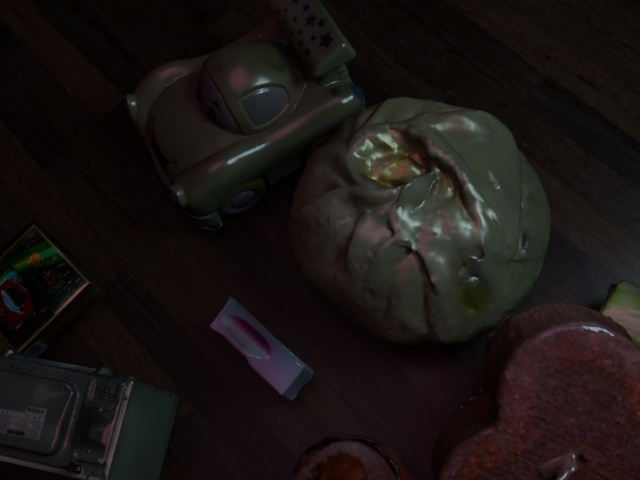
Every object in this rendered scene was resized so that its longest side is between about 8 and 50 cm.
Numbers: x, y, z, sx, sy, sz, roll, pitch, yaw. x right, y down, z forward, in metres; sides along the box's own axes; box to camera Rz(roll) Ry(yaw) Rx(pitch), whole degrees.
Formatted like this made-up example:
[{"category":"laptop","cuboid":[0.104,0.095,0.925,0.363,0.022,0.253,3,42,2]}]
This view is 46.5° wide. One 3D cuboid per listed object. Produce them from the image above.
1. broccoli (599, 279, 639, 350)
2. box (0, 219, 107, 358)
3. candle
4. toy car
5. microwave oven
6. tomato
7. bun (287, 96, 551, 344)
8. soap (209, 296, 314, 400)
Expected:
[{"category":"broccoli","cuboid":[0.509,0.162,0.896,0.362,0.221,0.252,-2,62,20]},{"category":"box","cuboid":[-0.471,0.109,1.145,0.159,0.071,0.240,39,80,23]},{"category":"candle","cuboid":[0.294,0.254,0.878,0.287,0.131,0.317,30,104,-3]},{"category":"toy car","cuboid":[-0.116,-0.207,1.119,0.336,0.226,0.242,-29,68,-3]},{"category":"microwave oven","cuboid":[-0.346,0.239,1.010,0.241,0.194,0.145,7,69,15]},{"category":"tomato","cuboid":[0.059,0.358,0.935,0.199,0.112,0.228,-34,67,20]},{"category":"bun","cuboid":[0.140,-0.042,1.004,0.365,0.219,0.365,0,69,1]},{"category":"soap","cuboid":[-0.085,0.151,1.045,0.149,0.100,0.056,40,81,20]}]
